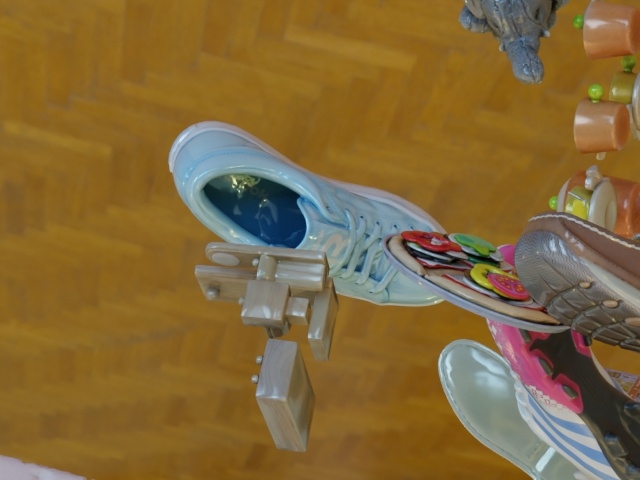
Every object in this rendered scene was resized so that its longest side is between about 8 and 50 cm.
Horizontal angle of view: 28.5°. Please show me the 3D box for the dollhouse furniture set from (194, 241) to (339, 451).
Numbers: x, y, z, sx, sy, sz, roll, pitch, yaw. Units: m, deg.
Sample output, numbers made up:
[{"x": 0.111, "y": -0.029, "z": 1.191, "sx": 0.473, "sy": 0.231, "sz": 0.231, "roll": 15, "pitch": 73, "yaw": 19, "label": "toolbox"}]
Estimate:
[{"x": -0.064, "y": 0.084, "z": 1.051, "sx": 0.123, "sy": 0.151, "sz": 0.144, "roll": 5, "pitch": 152, "yaw": 11, "label": "dollhouse furniture set"}]

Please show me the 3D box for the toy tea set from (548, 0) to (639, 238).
[{"x": 0.350, "y": -0.143, "z": 1.638, "sx": 0.124, "sy": 0.336, "sz": 0.200, "roll": 7, "pitch": 177, "yaw": 32, "label": "toy tea set"}]

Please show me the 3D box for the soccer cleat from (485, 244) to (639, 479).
[{"x": 0.252, "y": 0.153, "z": 1.406, "sx": 0.331, "sy": 0.116, "sz": 0.143, "roll": 54, "pitch": 148, "yaw": -14, "label": "soccer cleat"}]

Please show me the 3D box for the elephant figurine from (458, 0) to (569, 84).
[{"x": 0.251, "y": -0.324, "z": 1.631, "sx": 0.186, "sy": 0.239, "sz": 0.169, "roll": 34, "pitch": 107, "yaw": 3, "label": "elephant figurine"}]

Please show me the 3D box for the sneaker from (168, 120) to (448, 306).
[{"x": 0.000, "y": 0.000, "z": 1.376, "sx": 0.365, "sy": 0.150, "sz": 0.135, "roll": 22, "pitch": 110, "yaw": -15, "label": "sneaker"}]

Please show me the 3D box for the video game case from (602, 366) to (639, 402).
[{"x": 0.508, "y": 0.237, "z": 1.825, "sx": 0.285, "sy": 0.025, "sz": 0.204, "roll": 12, "pitch": -171, "yaw": 20, "label": "video game case"}]

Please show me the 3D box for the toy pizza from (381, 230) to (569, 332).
[{"x": 0.155, "y": 0.030, "z": 1.208, "sx": 0.201, "sy": 0.201, "sz": 0.032, "roll": 19, "pitch": 105, "yaw": -10, "label": "toy pizza"}]

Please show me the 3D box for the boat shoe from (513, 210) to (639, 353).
[{"x": 0.287, "y": 0.036, "z": 1.023, "sx": 0.324, "sy": 0.116, "sz": 0.123, "roll": 25, "pitch": 167, "yaw": -32, "label": "boat shoe"}]

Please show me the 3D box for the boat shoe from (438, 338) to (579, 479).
[{"x": 0.327, "y": 0.291, "z": 2.031, "sx": 0.340, "sy": 0.127, "sz": 0.113, "roll": 39, "pitch": -175, "yaw": 11, "label": "boat shoe"}]

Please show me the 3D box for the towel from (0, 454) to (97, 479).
[{"x": -0.168, "y": 0.345, "z": 0.959, "sx": 0.316, "sy": 0.332, "sz": 0.053, "roll": 18, "pitch": 139, "yaw": -12, "label": "towel"}]
